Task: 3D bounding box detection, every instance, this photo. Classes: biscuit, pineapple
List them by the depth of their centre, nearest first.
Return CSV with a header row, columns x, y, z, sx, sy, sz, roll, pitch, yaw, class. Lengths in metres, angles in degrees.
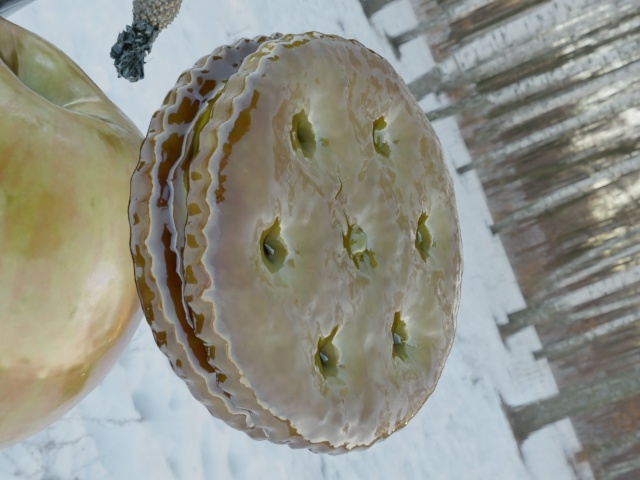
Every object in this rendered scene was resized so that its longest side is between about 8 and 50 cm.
x,y,z,sx,sy,sz,roll,pitch,yaw,class
0.000,0.000,0.439,0.220,0.066,0.220,6,82,-50,biscuit
-0.265,-0.315,1.263,0.159,0.074,0.074,-66,155,-4,pineapple

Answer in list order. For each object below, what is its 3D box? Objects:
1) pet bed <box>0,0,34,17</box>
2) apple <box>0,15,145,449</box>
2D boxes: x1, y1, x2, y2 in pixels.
x,y,z,sx,sy,sz,roll,pitch,yaw,class
-0.383,-0.259,0.923,0.053,0.201,0.201,62,17,-18,pet bed
-0.326,-0.020,0.746,0.391,0.346,0.391,39,20,-17,apple
